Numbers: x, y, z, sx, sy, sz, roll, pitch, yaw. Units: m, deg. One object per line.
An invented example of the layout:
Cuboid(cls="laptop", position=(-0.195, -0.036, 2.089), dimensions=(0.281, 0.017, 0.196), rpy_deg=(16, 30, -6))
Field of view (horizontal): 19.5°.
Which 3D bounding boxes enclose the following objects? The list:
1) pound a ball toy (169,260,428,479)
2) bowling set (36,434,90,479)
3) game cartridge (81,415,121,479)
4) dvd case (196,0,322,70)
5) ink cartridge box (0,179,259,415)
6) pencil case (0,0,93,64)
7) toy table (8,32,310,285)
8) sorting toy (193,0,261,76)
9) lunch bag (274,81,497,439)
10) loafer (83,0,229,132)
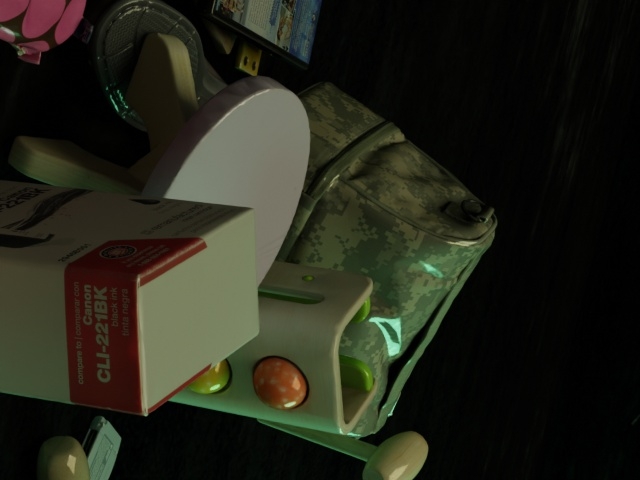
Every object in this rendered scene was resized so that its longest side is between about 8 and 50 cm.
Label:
Cuboid(cls="pound a ball toy", position=(-0.067, 0.136, 1.790), dimensions=(0.136, 0.319, 0.208), rpy_deg=(-49, 142, -52))
Cuboid(cls="bowling set", position=(-0.223, 0.320, 1.670), dimensions=(0.287, 0.200, 0.154), rpy_deg=(-45, 140, -49))
Cuboid(cls="game cartridge", position=(-0.224, 0.222, 1.849), dimensions=(0.083, 0.017, 0.056), rpy_deg=(-68, 151, -27))
Cuboid(cls="dvd case", position=(-0.051, -0.289, 1.927), dimensions=(0.253, 0.022, 0.180), rpy_deg=(20, 81, -67))
Cuboid(cls="ink cartridge box", position=(-0.212, 0.037, 1.472), dimensions=(0.197, 0.273, 0.114), rpy_deg=(-34, 126, -61))
Cuboid(cls="pencil case", position=(-0.267, -0.205, 1.484), dimensions=(0.098, 0.095, 0.209), rpy_deg=(-65, 156, 5))
Cuboid(cls="toy table", position=(-0.136, -0.044, 1.675), dimensions=(0.252, 0.161, 0.274), rpy_deg=(19, 103, -53))
Cuboid(cls="sorting toy", position=(-0.081, -0.278, 1.951), dimensions=(0.274, 0.046, 0.132), rpy_deg=(65, 41, -55))
Cuboid(cls="lunch bag", position=(0.013, 0.031, 1.916), dimensions=(0.305, 0.256, 0.212), rpy_deg=(-61, 167, 28))
Cuboid(cls="loafer", position=(-0.157, -0.161, 1.792), dimensions=(0.109, 0.095, 0.302), rpy_deg=(-47, 148, -1))
